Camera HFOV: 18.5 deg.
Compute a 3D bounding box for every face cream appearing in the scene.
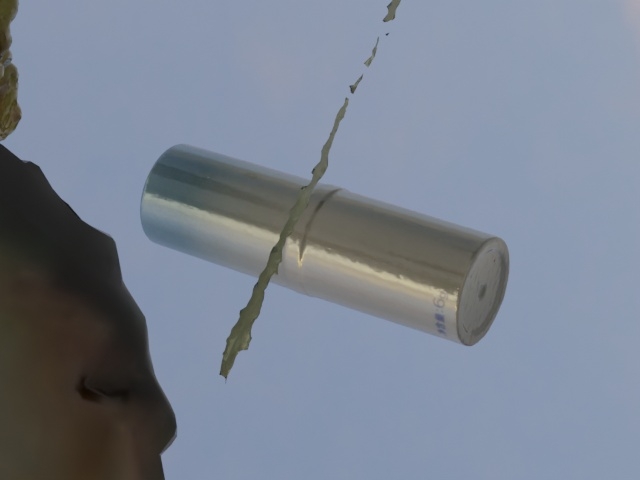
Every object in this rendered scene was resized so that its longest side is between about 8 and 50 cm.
[{"bbox_3d":[0.000,0.000,1.323,0.077,0.250,0.077,-41,-40,-47],"label":"face cream"}]

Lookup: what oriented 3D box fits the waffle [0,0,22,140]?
[{"bbox_3d":[-0.217,-0.005,0.913,0.059,0.238,0.243,35,-122,10],"label":"waffle"}]

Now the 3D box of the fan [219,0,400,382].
[{"bbox_3d":[0.037,-0.106,0.473,0.010,0.182,0.310,20,-84,-43],"label":"fan"}]

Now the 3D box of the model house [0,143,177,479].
[{"bbox_3d":[-0.328,0.131,0.557,0.445,0.400,0.395,24,-128,-45],"label":"model house"}]
